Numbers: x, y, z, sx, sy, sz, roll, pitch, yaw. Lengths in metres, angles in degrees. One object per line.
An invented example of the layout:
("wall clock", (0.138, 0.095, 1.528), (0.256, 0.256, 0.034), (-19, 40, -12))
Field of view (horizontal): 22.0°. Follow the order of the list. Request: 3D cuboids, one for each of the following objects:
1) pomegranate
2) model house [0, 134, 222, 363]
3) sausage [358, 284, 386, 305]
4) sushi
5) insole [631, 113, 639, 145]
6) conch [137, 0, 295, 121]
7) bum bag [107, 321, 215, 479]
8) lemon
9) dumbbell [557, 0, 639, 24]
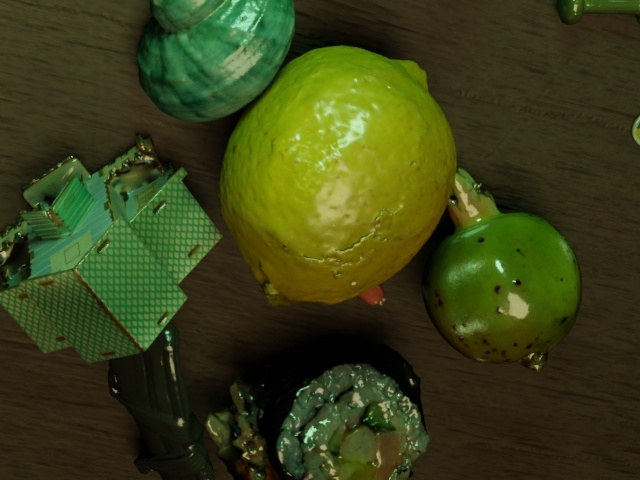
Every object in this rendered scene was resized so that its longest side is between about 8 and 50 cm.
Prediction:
("pomegranate", (0.202, 0.037, 1.950), (0.198, 0.198, 0.246), (-33, 117, 6))
("model house", (-0.251, 0.024, 1.824), (0.271, 0.206, 0.178), (-30, 121, 5))
("sausage", (0.000, 0.000, 1.970), (0.034, 0.034, 0.253), (-39, 121, 10))
("sushi", (-0.007, 0.242, 2.024), (0.225, 0.218, 0.238), (-29, 95, -33))
("insole", (0.451, -0.188, 1.990), (0.065, 0.006, 0.193), (36, 105, -27))
("conch", (-0.122, -0.226, 1.753), (0.196, 0.134, 0.202), (-7, 106, 13))
("bum bag", (-0.195, 0.212, 1.977), (0.079, 0.142, 0.326), (-38, 130, -32))
("lemon", (0.013, -0.070, 1.804), (0.253, 0.253, 0.310), (32, 89, -26))
("dumbbell", (0.331, -0.272, 1.888), (0.118, 0.052, 0.046), (0, 148, -13))
